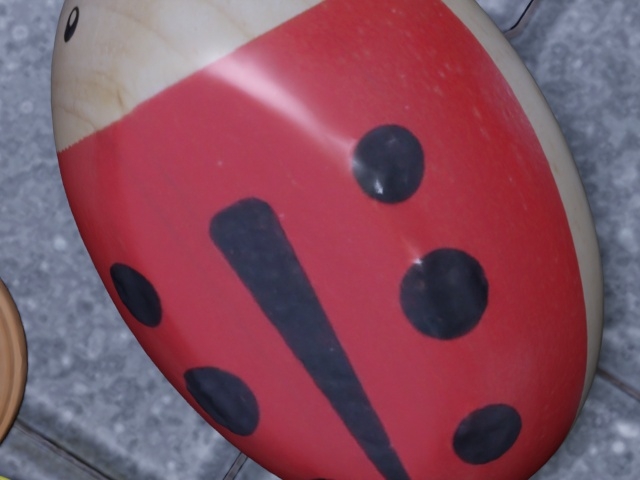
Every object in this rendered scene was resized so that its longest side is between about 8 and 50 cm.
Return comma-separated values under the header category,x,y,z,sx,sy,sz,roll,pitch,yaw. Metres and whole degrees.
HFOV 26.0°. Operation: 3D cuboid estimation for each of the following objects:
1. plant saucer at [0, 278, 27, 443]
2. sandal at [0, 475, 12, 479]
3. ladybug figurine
category,x,y,z,sx,sy,sz,roll,pitch,yaw
plant saucer,-0.303,0.084,0.947,0.199,0.037,0.200,0,95,1
sandal,-0.195,0.240,0.899,0.317,0.138,0.126,9,119,3
ladybug figurine,0.000,0.000,0.835,0.305,0.162,0.449,-30,103,23
